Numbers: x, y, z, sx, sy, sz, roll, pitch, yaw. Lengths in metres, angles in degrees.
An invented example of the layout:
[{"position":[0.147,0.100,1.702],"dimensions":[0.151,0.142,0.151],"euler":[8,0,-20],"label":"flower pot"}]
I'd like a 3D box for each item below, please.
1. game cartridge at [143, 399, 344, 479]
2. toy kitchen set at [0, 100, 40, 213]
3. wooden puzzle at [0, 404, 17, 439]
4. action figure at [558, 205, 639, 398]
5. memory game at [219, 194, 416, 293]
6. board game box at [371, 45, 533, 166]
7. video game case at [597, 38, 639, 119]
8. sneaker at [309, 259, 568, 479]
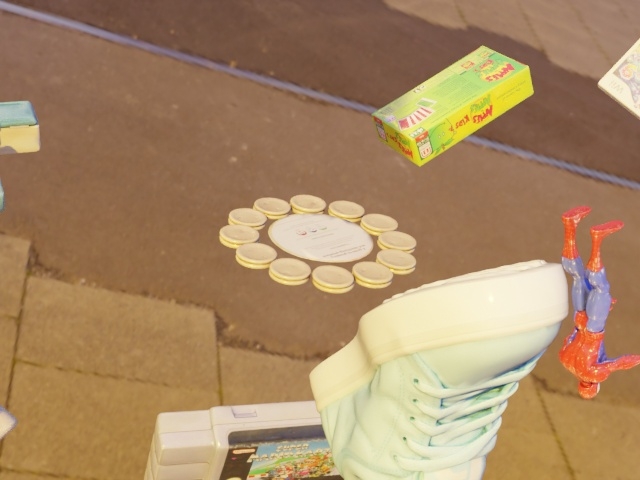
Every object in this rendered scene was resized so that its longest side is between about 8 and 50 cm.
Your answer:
[{"position":[-0.025,0.269,1.095],"dimensions":[0.354,0.230,0.068],"euler":[0,52,-19],"label":"game cartridge"},{"position":[-0.355,-0.137,0.994],"dimensions":[0.122,0.166,0.207],"euler":[-7,36,-22],"label":"toy kitchen set"},{"position":[-0.582,0.197,1.127],"dimensions":[0.322,0.080,0.348],"euler":[39,32,4],"label":"wooden puzzle"},{"position":[0.395,0.087,1.275],"dimensions":[0.139,0.281,0.091],"euler":[-15,28,-23],"label":"action figure"},{"position":[0.000,0.000,0.871],"dimensions":[0.186,0.012,0.186],"euler":[7,26,-3],"label":"memory game"},{"position":[0.165,-0.171,1.174],"dimensions":[0.181,0.043,0.092],"euler":[-33,40,-13],"label":"board game box"},{"position":[0.346,-0.170,0.919],"dimensions":[0.087,0.122,0.011],"euler":[43,0,16],"label":"video game case"},{"position":[0.093,0.123,0.682],"dimensions":[0.135,0.366,0.150],"euler":[-14,74,-15],"label":"sneaker"}]
